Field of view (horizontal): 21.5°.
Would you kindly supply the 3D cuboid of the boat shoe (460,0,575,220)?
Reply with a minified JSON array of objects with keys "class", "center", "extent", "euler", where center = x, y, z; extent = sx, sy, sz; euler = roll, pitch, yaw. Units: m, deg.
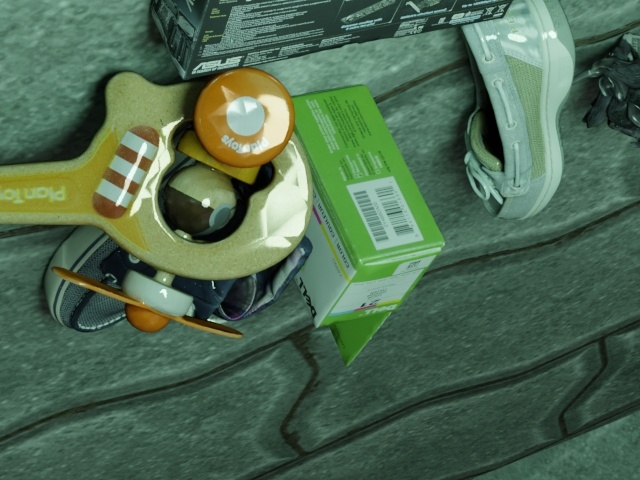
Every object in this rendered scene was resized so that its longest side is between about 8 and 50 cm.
[{"class":"boat shoe","center":[0.180,-0.124,1.660],"extent":[0.103,0.118,0.320],"euler":[-14,152,-8]}]

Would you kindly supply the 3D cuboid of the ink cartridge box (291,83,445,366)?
[{"class":"ink cartridge box","center":[0.000,0.000,1.645],"extent":[0.097,0.188,0.255],"euler":[-12,154,-28]}]

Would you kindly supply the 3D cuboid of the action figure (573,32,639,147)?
[{"class":"action figure","center":[0.380,-0.159,1.748],"extent":[0.276,0.141,0.164],"euler":[19,147,-21]}]

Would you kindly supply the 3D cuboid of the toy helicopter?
[{"class":"toy helicopter","center":[-0.182,-0.025,1.418],"extent":[0.355,0.235,0.140],"euler":[-3,-173,-6]}]

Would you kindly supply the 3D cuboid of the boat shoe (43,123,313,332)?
[{"class":"boat shoe","center":[-0.144,0.033,1.618],"extent":[0.127,0.158,0.340],"euler":[-1,148,-42]}]

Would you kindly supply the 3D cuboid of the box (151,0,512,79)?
[{"class":"box","center":[0.040,-0.247,1.303],"extent":[0.307,0.076,0.242],"euler":[-14,155,-23]}]
